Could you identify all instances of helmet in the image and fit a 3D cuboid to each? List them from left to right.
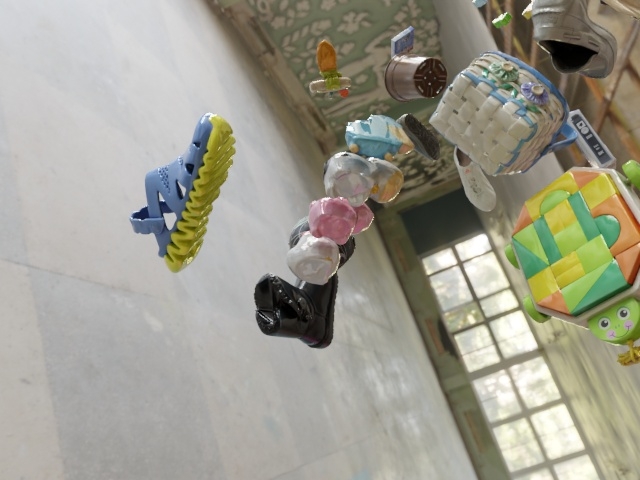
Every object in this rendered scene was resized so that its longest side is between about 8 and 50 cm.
[{"bbox_3d":[0.000,0.000,1.592,0.161,0.169,0.169,48,17,-19],"label":"helmet"}]

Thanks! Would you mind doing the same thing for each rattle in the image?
[{"bbox_3d":[0.032,-0.509,1.711,0.142,0.130,0.200,66,27,-4],"label":"rattle"}]

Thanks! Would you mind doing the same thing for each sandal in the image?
[{"bbox_3d":[-0.254,-0.089,1.003,0.138,0.317,0.126,30,27,2],"label":"sandal"}]

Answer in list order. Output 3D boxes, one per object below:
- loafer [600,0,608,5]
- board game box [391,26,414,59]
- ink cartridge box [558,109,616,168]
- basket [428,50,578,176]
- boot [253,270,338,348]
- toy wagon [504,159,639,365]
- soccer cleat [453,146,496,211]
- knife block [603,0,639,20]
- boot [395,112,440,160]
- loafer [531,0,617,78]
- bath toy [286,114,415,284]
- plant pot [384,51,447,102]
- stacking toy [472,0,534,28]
[{"bbox_3d":[0.837,-0.759,1.600,0.170,0.062,0.061,91,9,-58],"label":"loafer"},{"bbox_3d":[0.285,-0.682,1.958,0.020,0.090,0.090,48,-13,26],"label":"board game box"},{"bbox_3d":[0.661,-0.255,1.406,0.206,0.045,0.208,5,53,-62],"label":"ink cartridge box"},{"bbox_3d":[0.386,-0.259,1.155,0.255,0.201,0.289,43,38,16],"label":"basket"},{"bbox_3d":[-0.051,0.103,1.222,0.207,0.094,0.246,34,50,-50],"label":"boot"},{"bbox_3d":[0.445,0.035,0.923,0.068,0.267,0.344,23,43,-29],"label":"toy wagon"},{"bbox_3d":[0.399,-0.166,1.479,0.076,0.068,0.196,26,40,-67],"label":"soccer cleat"},{"bbox_3d":[0.828,-0.671,1.524,0.276,0.088,0.242,32,22,12],"label":"knife block"},{"bbox_3d":[0.221,-0.285,1.641,0.190,0.209,0.076,43,57,-25],"label":"boot"},{"bbox_3d":[0.483,-0.369,1.078,0.320,0.112,0.111,13,90,-46],"label":"loafer"},{"bbox_3d":[0.046,-0.066,1.071,0.152,0.348,0.129,18,35,-16],"label":"bath toy"},{"bbox_3d":[0.320,-0.535,1.855,0.167,0.167,0.165,61,-10,-25],"label":"plant pot"},{"bbox_3d":[0.369,-0.532,1.214,0.167,0.052,0.221,37,2,-13],"label":"stacking toy"}]
